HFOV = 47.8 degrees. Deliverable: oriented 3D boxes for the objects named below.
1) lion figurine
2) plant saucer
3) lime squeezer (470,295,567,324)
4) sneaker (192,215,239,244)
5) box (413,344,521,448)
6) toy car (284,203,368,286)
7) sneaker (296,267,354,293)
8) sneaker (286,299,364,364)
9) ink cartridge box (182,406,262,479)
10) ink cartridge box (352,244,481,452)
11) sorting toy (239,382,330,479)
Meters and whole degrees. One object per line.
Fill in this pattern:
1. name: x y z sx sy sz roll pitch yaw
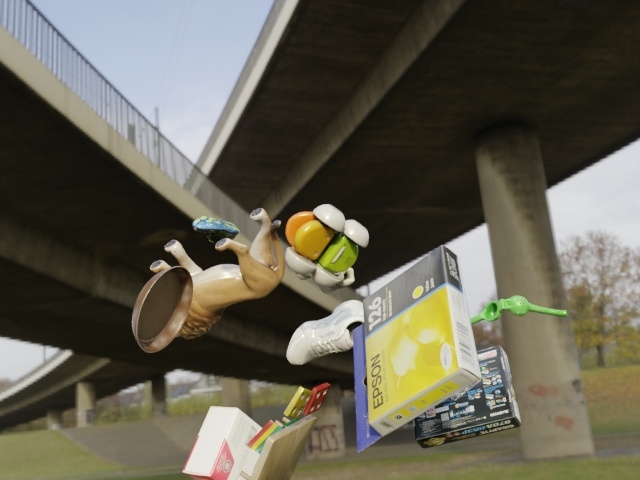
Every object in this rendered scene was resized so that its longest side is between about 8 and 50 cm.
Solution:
1. lion figurine: -0.211 0.092 1.594 0.392 0.142 0.240 -15 -59 24
2. plant saucer: -0.294 0.123 1.328 0.029 0.168 0.168 20 -7 20
3. lime squeezer: 0.482 0.188 1.895 0.310 0.059 0.110 -13 -25 14
4. sneaker: -0.317 -0.023 2.179 0.067 0.078 0.188 37 10 28
5. box: 0.303 0.336 1.549 0.220 0.175 0.051 -20 -46 19
6. toy car: 0.000 0.000 1.568 0.182 0.159 0.136 30 9 -40
7. sneaker: 0.012 0.067 2.027 0.111 0.103 0.252 -16 -28 27
8. sneaker: 0.025 0.310 2.316 0.305 0.152 0.114 -35 -60 1
9. ink cartridge box: -0.195 0.535 1.747 0.100 0.172 0.237 -7 -42 37
10. ink cartridge box: 0.151 0.201 1.370 0.072 0.304 0.307 35 -56 -28
11. sorting toy: -0.074 0.326 1.114 0.046 0.274 0.132 29 16 24
